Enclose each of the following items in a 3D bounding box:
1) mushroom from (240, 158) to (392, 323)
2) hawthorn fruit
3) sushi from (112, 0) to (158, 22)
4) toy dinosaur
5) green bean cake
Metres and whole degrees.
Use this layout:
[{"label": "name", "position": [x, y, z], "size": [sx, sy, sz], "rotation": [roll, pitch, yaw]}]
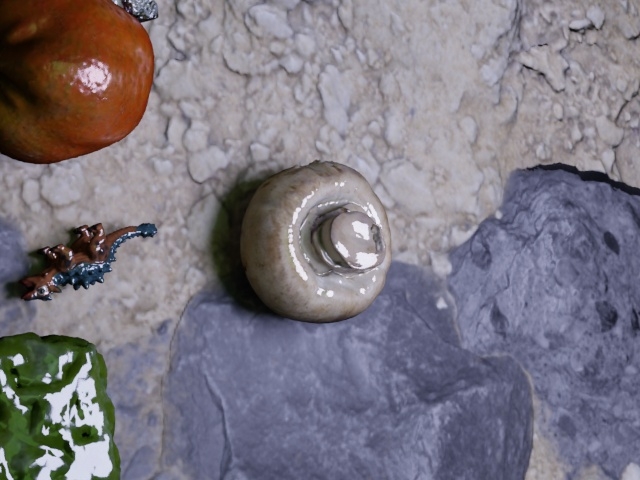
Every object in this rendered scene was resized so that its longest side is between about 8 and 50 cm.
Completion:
[{"label": "mushroom", "position": [0.000, 0.000, 1.776], "size": [0.166, 0.127, 0.166], "rotation": [12, 70, -36]}, {"label": "hawthorn fruit", "position": [-0.237, -0.152, 1.593], "size": [0.189, 0.189, 0.189], "rotation": [6, 81, -36]}, {"label": "sushi", "position": [-0.194, -0.229, 1.711], "size": [0.083, 0.044, 0.046], "rotation": [-14, 94, -39]}, {"label": "toy dinosaur", "position": [-0.215, 0.015, 1.659], "size": [0.154, 0.049, 0.055], "rotation": [-28, 98, -30]}, {"label": "green bean cake", "position": [-0.301, 0.207, 1.506], "size": [0.249, 0.156, 0.247], "rotation": [-2, 84, -37]}]
